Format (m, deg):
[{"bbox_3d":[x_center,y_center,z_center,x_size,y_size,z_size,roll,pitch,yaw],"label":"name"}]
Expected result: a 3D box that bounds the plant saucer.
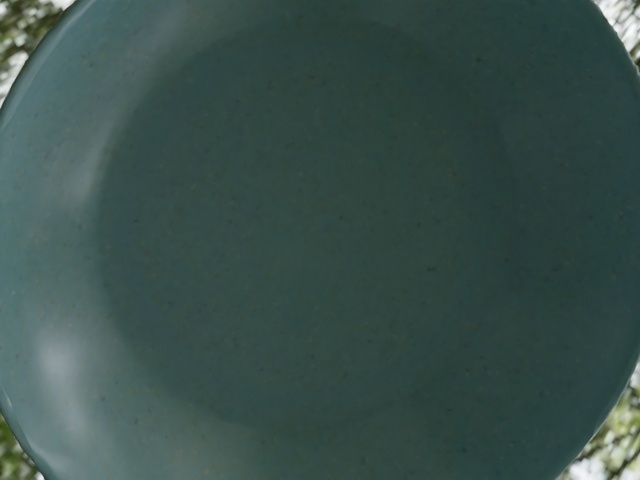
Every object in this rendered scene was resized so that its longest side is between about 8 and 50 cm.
[{"bbox_3d":[0.000,0.000,0.460,0.195,0.037,0.195,-4,-72,-13],"label":"plant saucer"}]
